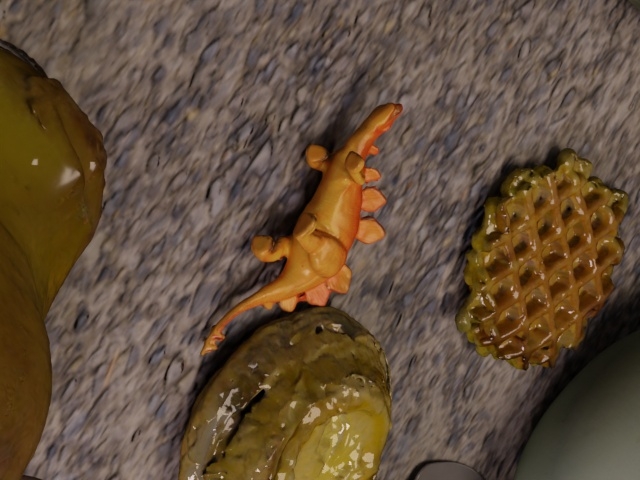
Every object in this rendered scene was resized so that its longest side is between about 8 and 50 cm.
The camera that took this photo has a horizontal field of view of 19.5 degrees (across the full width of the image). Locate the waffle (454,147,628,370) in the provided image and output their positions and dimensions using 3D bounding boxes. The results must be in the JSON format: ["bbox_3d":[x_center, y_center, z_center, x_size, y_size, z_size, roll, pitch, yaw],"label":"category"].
[{"bbox_3d":[0.233,0.021,1.969,0.237,0.058,0.243,14,100,-46],"label":"waffle"}]

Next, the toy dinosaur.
[{"bbox_3d":[0.000,0.000,1.701,0.117,0.070,0.288,28,96,-50],"label":"toy dinosaur"}]

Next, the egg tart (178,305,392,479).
[{"bbox_3d":[-0.017,0.198,1.776,0.279,0.095,0.279,-23,126,-35],"label":"egg tart"}]

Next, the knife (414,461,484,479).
[{"bbox_3d":[0.108,0.268,2.002,0.244,0.032,0.058,-8,109,-49],"label":"knife"}]

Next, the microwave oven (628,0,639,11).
[{"bbox_3d":[0.452,-0.380,1.804,0.333,0.247,0.394,26,92,-49],"label":"microwave oven"}]

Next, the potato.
[{"bbox_3d":[-0.263,0.069,1.299,0.397,0.296,0.290,-28,132,-31],"label":"potato"}]

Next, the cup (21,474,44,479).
[{"bbox_3d":[-0.306,0.258,1.428,0.253,0.200,0.192,-33,133,-27],"label":"cup"}]

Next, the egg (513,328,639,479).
[{"bbox_3d":[0.368,0.232,2.091,0.371,0.230,0.230,-38,135,-19],"label":"egg"}]
